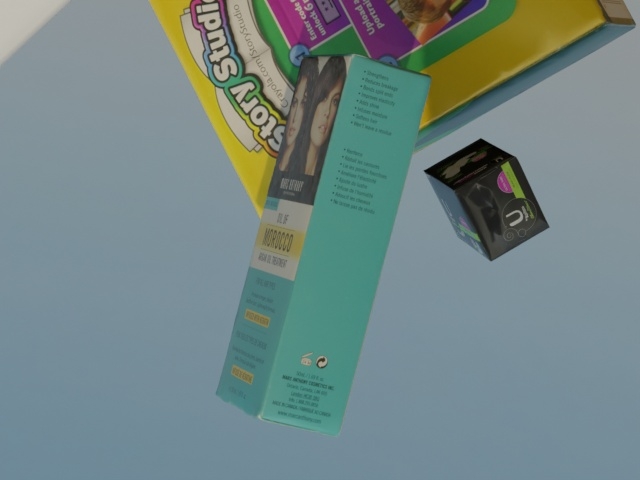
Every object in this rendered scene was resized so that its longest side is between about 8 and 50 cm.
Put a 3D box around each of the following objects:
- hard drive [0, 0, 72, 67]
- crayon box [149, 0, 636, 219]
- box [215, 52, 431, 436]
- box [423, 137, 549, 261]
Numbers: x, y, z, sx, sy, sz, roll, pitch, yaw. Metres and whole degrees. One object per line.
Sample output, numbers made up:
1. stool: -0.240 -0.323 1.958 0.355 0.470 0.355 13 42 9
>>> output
1. hard drive: -0.106 -0.098 0.434 0.047 0.353 0.233 31 -137 -29
2. crayon box: 0.015 -0.245 1.413 0.313 0.363 0.106 -29 174 22
3. box: 0.000 0.000 1.220 0.060 0.244 0.100 14 179 -21
4. box: 0.119 -0.030 1.314 0.052 0.062 0.083 -30 -164 -4
